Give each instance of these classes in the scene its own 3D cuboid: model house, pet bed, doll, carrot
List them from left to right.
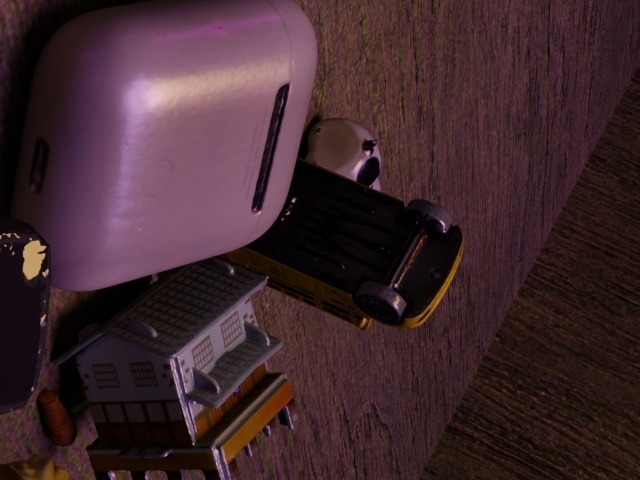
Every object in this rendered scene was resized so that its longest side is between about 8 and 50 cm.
[{"bbox_3d":[-0.347,0.054,1.586,0.211,0.159,0.183,-9,109,-57],"label":"pet bed"},{"bbox_3d":[-0.291,0.198,2.121,0.032,0.032,0.093,-58,157,-29],"label":"carrot"},{"bbox_3d":[-0.157,0.151,2.150,0.224,0.198,0.215,-40,123,-54],"label":"model house"},{"bbox_3d":[0.029,-0.087,2.589,0.180,0.107,0.110,88,8,-64],"label":"doll"}]

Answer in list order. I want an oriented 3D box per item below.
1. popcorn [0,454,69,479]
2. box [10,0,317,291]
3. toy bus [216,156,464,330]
[{"bbox_3d":[-0.316,0.323,1.965,0.218,0.169,0.189,-54,158,-47],"label":"popcorn"},{"bbox_3d":[-0.151,-0.104,1.908,0.349,0.141,0.288,-18,128,-49],"label":"box"},{"bbox_3d":[0.000,0.000,2.239,0.145,0.331,0.151,-59,164,-25],"label":"toy bus"}]
